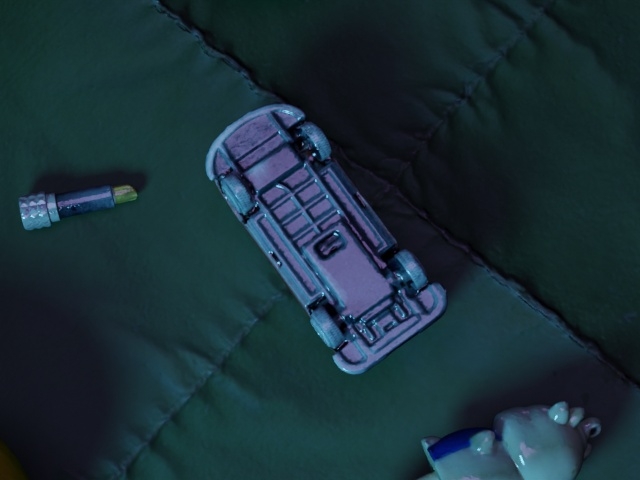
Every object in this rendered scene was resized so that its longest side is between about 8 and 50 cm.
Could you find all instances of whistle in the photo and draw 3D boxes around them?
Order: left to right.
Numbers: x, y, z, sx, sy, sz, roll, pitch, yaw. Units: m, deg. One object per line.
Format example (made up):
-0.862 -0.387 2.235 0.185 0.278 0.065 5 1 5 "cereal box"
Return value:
0.147 0.215 1.333 0.244 0.110 0.092 -23 45 -3 "whistle"

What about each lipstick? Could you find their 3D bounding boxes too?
-0.241 -0.039 1.445 0.116 0.037 0.037 -12 76 -6 "lipstick"

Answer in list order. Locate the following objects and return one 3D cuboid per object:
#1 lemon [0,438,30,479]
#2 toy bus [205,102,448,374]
-0.383 0.251 1.281 0.263 0.236 0.236 21 76 38 "lemon"
0.000 0.000 1.378 0.121 0.120 0.265 -36 78 -6 "toy bus"
